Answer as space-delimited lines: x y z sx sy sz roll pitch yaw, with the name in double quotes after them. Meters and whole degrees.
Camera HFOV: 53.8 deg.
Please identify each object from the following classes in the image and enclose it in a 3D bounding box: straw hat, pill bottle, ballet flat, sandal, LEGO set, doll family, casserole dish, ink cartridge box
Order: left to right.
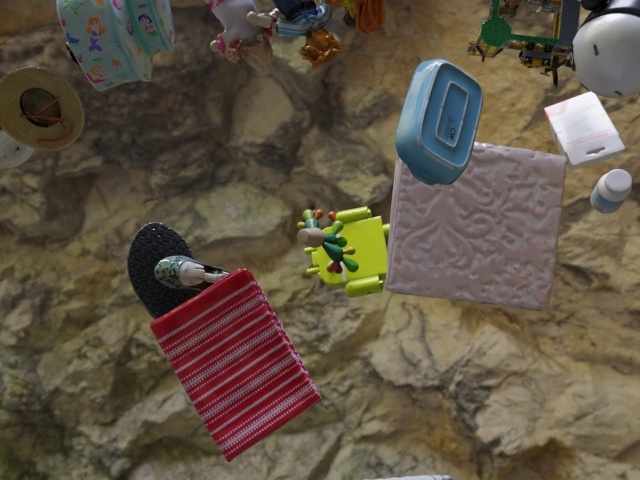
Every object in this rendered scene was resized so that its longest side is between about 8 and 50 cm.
-0.467 -0.226 1.057 0.061 0.144 0.144 -119 -171 -56 "straw hat"
-0.354 0.169 1.596 0.446 0.167 0.107 63 -24 -3 "sandal"
-0.235 0.068 1.231 0.070 0.070 0.188 51 19 28 "ballet flat"
-0.011 -0.296 0.756 0.118 0.263 0.163 -13 -73 60 "doll family"
0.167 -0.164 0.851 0.114 0.188 0.037 26 -20 -21 "casserole dish"
0.435 -0.498 1.341 0.192 0.254 0.331 66 24 -85 "LEGO set"
0.584 -0.230 1.399 0.067 0.115 0.198 56 22 -45 "ink cartridge box"
0.817 -0.139 1.769 0.087 0.087 0.160 54 -1 20 "pill bottle"

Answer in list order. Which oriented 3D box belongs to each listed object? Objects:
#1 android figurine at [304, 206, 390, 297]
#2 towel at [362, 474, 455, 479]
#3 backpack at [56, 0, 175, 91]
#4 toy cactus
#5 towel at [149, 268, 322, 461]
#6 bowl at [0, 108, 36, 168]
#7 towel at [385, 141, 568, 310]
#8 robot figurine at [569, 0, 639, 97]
0.091 0.032 1.659 0.056 0.272 0.248 61 21 -62 "android figurine"
-0.079 0.289 0.580 0.312 0.324 0.056 -45 -129 40 "towel"
-0.360 -0.398 1.106 0.225 0.191 0.254 80 4 -60 "backpack"
0.000 0.000 1.563 0.180 0.112 0.219 9 47 -56 "toy cactus"
-0.143 0.208 1.084 0.275 0.198 0.031 60 -14 1 "towel"
-0.591 -0.189 1.180 0.080 0.170 0.170 43 -22 14 "bowl"
0.299 -0.035 1.228 0.053 0.331 0.317 132 -34 -85 "towel"
0.579 -0.388 1.179 0.209 0.278 0.174 29 -28 18 "robot figurine"
